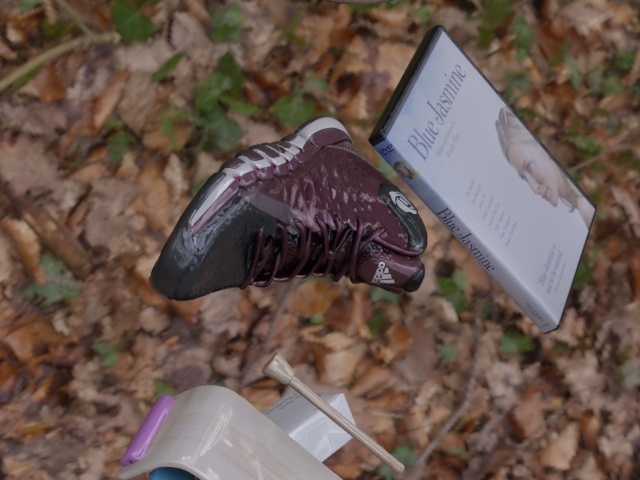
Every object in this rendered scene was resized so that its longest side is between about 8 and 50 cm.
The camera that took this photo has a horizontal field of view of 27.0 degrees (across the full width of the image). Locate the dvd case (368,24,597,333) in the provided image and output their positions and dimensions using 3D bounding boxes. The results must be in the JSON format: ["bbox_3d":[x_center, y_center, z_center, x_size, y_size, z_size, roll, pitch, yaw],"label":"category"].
[{"bbox_3d":[0.158,-0.059,1.232,0.253,0.022,0.180,46,44,-18],"label":"dvd case"}]

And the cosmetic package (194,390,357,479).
[{"bbox_3d":[-0.073,0.254,1.535,0.239,0.099,0.060,-33,111,-39],"label":"cosmetic package"}]

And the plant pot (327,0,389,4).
[{"bbox_3d":[-0.002,-0.300,0.751,0.263,0.263,0.229,-20,50,-36],"label":"plant pot"}]

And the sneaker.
[{"bbox_3d":[0.000,0.000,1.047,0.162,0.106,0.281,37,37,10],"label":"sneaker"}]

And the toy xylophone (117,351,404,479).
[{"bbox_3d":[-0.032,0.255,1.328,0.323,0.081,0.236,46,36,-2],"label":"toy xylophone"}]
